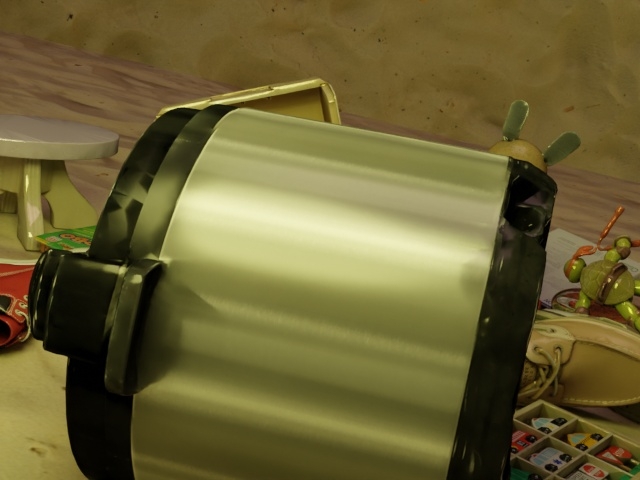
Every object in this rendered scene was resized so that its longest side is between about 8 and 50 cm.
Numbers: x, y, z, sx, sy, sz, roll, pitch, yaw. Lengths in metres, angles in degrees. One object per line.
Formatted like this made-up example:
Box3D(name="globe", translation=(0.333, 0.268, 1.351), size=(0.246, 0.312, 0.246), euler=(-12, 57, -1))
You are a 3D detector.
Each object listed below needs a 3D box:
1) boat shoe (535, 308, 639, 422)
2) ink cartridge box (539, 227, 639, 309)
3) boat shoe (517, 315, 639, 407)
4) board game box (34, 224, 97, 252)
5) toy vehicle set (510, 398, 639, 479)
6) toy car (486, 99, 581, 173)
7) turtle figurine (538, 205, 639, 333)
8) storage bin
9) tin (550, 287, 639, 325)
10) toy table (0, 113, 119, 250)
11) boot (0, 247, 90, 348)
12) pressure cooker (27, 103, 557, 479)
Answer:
Box3D(name="boat shoe", translation=(0.412, 0.161, 1.420), size=(0.103, 0.113, 0.302), euler=(-7, 23, -36))
Box3D(name="ink cartridge box", translation=(0.429, 0.066, 1.838), size=(0.224, 0.045, 0.223), euler=(-22, 31, -27))
Box3D(name="boat shoe", translation=(0.265, 0.163, 1.311), size=(0.341, 0.122, 0.110), euler=(5, 15, 13))
Box3D(name="board game box", translation=(-0.304, 0.008, 1.566), size=(0.124, 0.039, 0.259), euler=(20, 15, 27))
Box3D(name="toy vehicle set", translation=(0.254, 0.252, 1.125), size=(0.166, 0.035, 0.267), euler=(22, 18, 32))
Box3D(name="toy car", translation=(0.259, -0.092, 1.385), size=(0.155, 0.188, 0.149), euler=(31, 30, 5))
Box3D(name="turtle figurine", translation=(0.465, 0.067, 1.586), size=(0.217, 0.269, 0.087), euler=(29, -23, 29))
Box3D(name="storage bin", translation=(-0.091, -0.089, 1.520), size=(0.262, 0.260, 0.123), euler=(-11, 14, -3))
Box3D(name="tin", translation=(0.460, 0.133, 1.642), size=(0.189, 0.040, 0.106), euler=(21, 34, 27))
Box3D(name="toy table", translation=(-0.459, -0.099, 1.595), size=(0.274, 0.161, 0.252), euler=(6, 17, -19))
Box3D(name="boot", translation=(-0.319, 0.077, 1.228), size=(0.244, 0.088, 0.176), euler=(-2, 20, -18))
Box3D(name="pressure cooker", translation=(-0.030, 0.072, 0.898), size=(0.420, 0.370, 0.375), euler=(12, 49, 9))
